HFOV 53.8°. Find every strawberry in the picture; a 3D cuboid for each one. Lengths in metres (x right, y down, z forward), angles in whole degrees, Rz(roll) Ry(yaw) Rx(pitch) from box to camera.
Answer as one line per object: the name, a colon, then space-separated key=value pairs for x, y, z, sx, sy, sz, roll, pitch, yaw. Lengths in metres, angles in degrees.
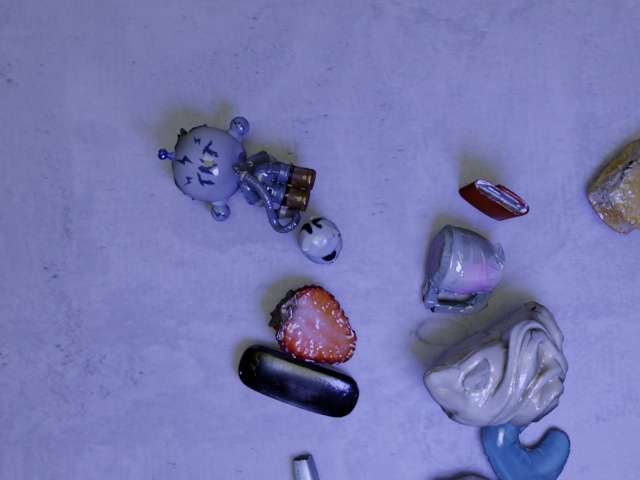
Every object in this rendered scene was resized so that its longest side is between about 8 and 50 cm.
strawberry: x=-0.022 y=0.221 z=1.599 sx=0.236 sy=0.111 sz=0.190 roll=39 pitch=76 yaw=-21

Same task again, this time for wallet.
wallet: x=0.423 y=-0.100 z=1.555 sx=0.142 sy=0.204 sz=0.045 roll=32 pitch=90 yaw=2

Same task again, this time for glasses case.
glasses case: x=-0.055 y=0.354 z=1.588 sx=0.314 sy=0.075 sz=0.122 roll=18 pitch=104 yaw=2

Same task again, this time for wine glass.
wine glass: x=-0.021 y=0.664 z=1.582 sx=0.074 sy=0.074 sz=0.263 roll=-11 pitch=85 yaw=0

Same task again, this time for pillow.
pillow: x=0.516 y=0.511 z=1.580 sx=0.214 sy=0.086 sz=0.233 roll=-35 pitch=89 yaw=-7

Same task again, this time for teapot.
teapot: x=0.362 y=0.085 z=1.568 sx=0.178 sy=0.163 sz=0.222 roll=14 pitch=86 yaw=-6

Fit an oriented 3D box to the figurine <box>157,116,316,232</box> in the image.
figurine: x=-0.204 y=-0.175 z=1.579 sx=0.381 sy=0.186 sz=0.261 roll=15 pitch=81 yaw=6

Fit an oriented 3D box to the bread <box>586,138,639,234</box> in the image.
bread: x=0.806 y=-0.140 z=1.597 sx=0.174 sy=0.121 sz=0.245 roll=45 pitch=82 yaw=-11

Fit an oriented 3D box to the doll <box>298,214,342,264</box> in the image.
doll: x=-0.001 y=-0.001 z=1.572 sx=0.110 sy=0.181 sz=0.107 roll=-31 pitch=74 yaw=-1

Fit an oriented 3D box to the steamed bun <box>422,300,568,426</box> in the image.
steamed bun: x=0.444 y=0.317 z=1.468 sx=0.393 sy=0.346 sz=0.238 roll=-27 pitch=82 yaw=-23

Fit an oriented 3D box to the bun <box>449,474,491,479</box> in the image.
bun: x=0.378 y=0.755 z=1.498 sx=0.364 sy=0.219 sz=0.366 roll=0 pitch=83 yaw=1
